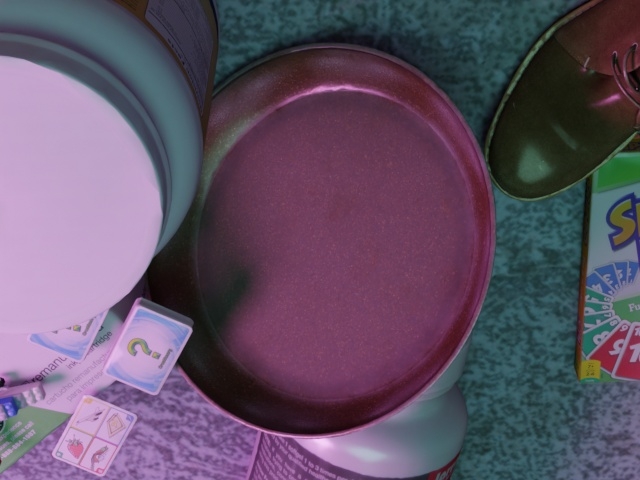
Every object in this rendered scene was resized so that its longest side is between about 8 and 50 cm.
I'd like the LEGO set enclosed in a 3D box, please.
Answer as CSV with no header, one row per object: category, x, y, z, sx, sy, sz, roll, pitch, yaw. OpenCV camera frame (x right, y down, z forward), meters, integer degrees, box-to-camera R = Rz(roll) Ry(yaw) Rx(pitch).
LEGO set,-0.235,0.129,1.081,0.182,0.060,0.244,25,118,-12

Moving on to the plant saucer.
plant saucer,0.000,0.000,1.059,0.311,0.310,0.050,-39,158,19

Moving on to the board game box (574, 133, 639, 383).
board game box,0.291,0.010,1.171,0.124,0.039,0.259,-3,117,0

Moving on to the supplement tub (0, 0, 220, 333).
supplement tub,-0.191,-0.100,0.936,0.228,0.316,0.228,0,120,0

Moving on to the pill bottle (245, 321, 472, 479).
pill bottle,0.029,0.191,1.188,0.176,0.176,0.318,11,120,-7

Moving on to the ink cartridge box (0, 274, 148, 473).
ink cartridge box,-0.309,0.031,1.123,0.211,0.121,0.289,-39,114,20

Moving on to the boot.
boot,0.236,-0.135,1.027,0.112,0.115,0.305,41,115,-8
